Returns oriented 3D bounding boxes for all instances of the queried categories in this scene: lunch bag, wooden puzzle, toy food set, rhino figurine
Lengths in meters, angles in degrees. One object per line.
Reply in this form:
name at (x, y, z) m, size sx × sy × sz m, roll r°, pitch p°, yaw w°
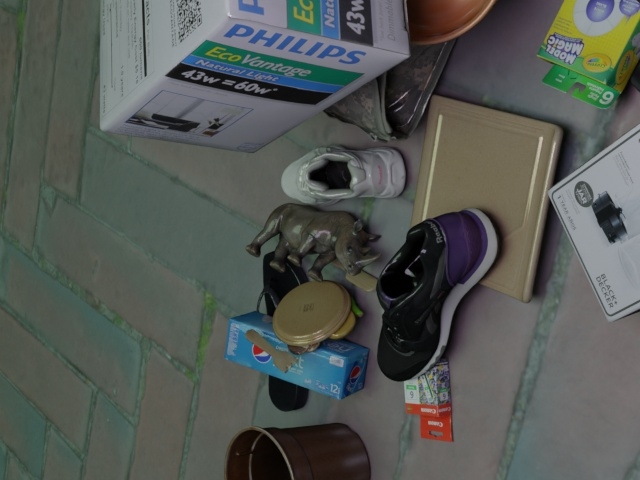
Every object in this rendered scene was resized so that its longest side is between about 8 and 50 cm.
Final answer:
lunch bag at (0.051, -0.292, 1.393) m, size 0.235 × 0.169 × 0.287 m, roll 32°, pitch 115°, yaw 40°
wooden puzzle at (0.207, -0.058, 1.341) m, size 0.239 × 0.044 × 0.221 m, roll 26°, pitch 113°, yaw 50°
toy food set at (-0.008, 0.112, 1.532) m, size 0.132 × 0.192 × 0.038 m, roll 33°, pitch 158°, yaw 46°
rhino figurine at (0.000, 0.000, 1.543) m, size 0.243 × 0.073 × 0.106 m, roll 12°, pitch 65°, yaw 47°

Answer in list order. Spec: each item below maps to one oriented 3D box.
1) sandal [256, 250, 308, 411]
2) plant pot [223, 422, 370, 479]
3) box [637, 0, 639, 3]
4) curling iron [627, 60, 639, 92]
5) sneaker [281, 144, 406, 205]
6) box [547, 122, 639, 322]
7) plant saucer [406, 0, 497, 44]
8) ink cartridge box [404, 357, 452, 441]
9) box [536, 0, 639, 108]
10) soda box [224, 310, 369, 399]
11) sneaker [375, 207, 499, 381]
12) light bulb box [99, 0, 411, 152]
sandal at (-0.061, 0.143, 1.650) m, size 0.097 × 0.054 × 0.254 m, roll -4°, pitch 90°, yaw 49°
plant pot at (-0.027, 0.343, 1.544) m, size 0.167 × 0.165 × 0.167 m, roll 4°, pitch 96°, yaw 49°
box at (0.327, -0.394, 0.935) m, size 0.318 × 0.395 × 0.097 m, roll -40°, pitch 23°, yaw 40°
curling iron at (0.394, -0.146, 1.120) m, size 0.068 × 0.035 × 0.274 m, roll -56°, pitch 48°, yaw 15°
sneaker at (0.006, -0.097, 1.506) m, size 0.232 × 0.115 × 0.090 m, roll -5°, pitch 89°, yaw 49°
box at (0.375, -0.047, 1.057) m, size 0.290 × 0.087 × 0.169 m, roll -45°, pitch 63°, yaw 55°
plant saucer at (0.126, -0.325, 1.210) m, size 0.200 × 0.037 × 0.200 m, roll 4°, pitch 98°, yaw 28°
ink cartridge box at (0.146, 0.217, 1.437) m, size 0.063 × 0.029 × 0.115 m, roll -4°, pitch 89°, yaw 49°
box at (0.315, -0.243, 1.165) m, size 0.105 × 0.043 × 0.179 m, roll 34°, pitch 106°, yaw 42°
soda box at (-0.037, 0.168, 1.568) m, size 0.210 × 0.071 × 0.067 m, roll 16°, pitch 105°, yaw 29°
sneaker at (0.109, 0.074, 1.346) m, size 0.107 × 0.124 × 0.283 m, roll 53°, pitch 135°, yaw 36°
light bulb box at (-0.095, -0.329, 1.229) m, size 0.361 × 0.225 × 0.358 m, roll -22°, pitch 67°, yaw 56°
